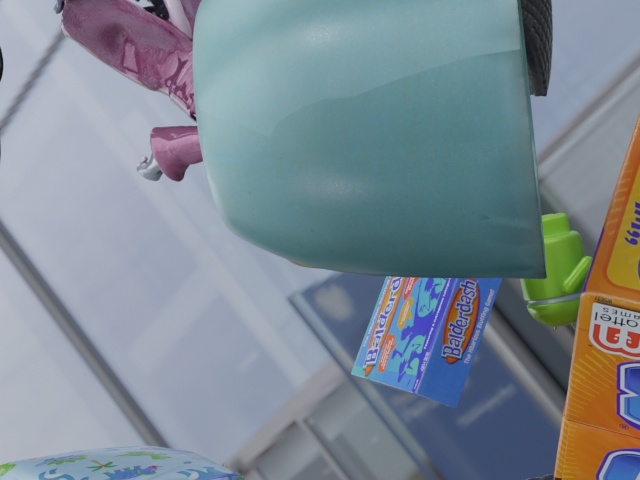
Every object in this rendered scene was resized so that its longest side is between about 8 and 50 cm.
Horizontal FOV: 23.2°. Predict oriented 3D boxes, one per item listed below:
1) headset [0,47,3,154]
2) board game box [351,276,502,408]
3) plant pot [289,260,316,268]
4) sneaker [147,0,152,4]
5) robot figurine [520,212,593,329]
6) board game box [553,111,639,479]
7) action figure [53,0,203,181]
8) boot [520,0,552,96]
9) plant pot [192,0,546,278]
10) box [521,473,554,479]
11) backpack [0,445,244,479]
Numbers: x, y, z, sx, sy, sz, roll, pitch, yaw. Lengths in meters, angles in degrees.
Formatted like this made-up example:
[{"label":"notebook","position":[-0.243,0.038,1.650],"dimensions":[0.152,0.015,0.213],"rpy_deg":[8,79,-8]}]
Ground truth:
[{"label":"headset","position":[-0.460,-0.231,1.832],"dimensions":[0.185,0.243,0.394],"rpy_deg":[-29,-57,-41]},{"label":"board game box","position":[0.105,0.074,1.533],"dimensions":[0.210,0.047,0.160],"rpy_deg":[178,113,-75]},{"label":"plant pot","position":[0.000,0.000,2.075],"dimensions":[0.083,0.081,0.081],"rpy_deg":[47,-124,-50]},{"label":"sneaker","position":[-0.192,-0.427,2.108],"dimensions":[0.235,0.094,0.153],"rpy_deg":[79,-158,-59]},{"label":"robot figurine","position":[0.230,0.032,1.535],"dimensions":[0.067,0.115,0.101],"rpy_deg":[-12,1,-16]},{"label":"board game box","position":[0.429,0.060,1.366],"dimensions":[0.356,0.356,0.356],"rpy_deg":[86,-156,-51]},{"label":"action figure","position":[-0.122,-0.203,1.831],"dimensions":[0.248,0.370,0.276],"rpy_deg":[-37,-19,-20]},{"label":"boot","position":[0.135,-0.269,1.783],"dimensions":[0.222,0.118,0.338],"rpy_deg":[-4,-29,22]},{"label":"plant pot","position":[0.037,-0.107,1.160],"dimensions":[0.235,0.293,0.293],"rpy_deg":[-5,-9,9]},{"label":"box","position":[0.210,0.598,1.702],"dimensions":[0.297,0.472,0.480],"rpy_deg":[-10,-48,5]},{"label":"backpack","position":[-0.194,0.311,1.504],"dimensions":[0.290,0.355,0.273],"rpy_deg":[1,-73,-28]}]
